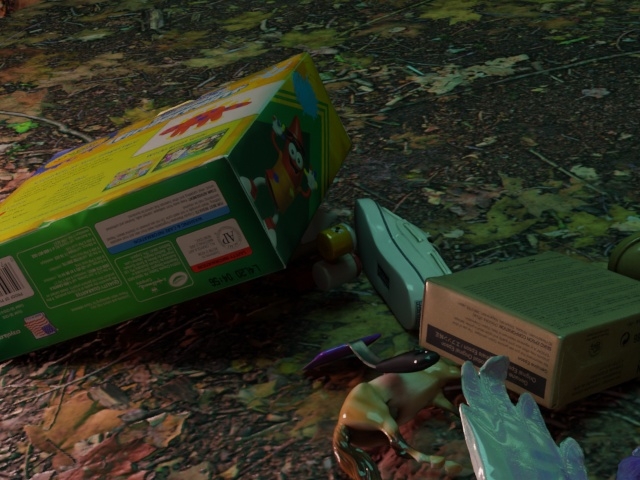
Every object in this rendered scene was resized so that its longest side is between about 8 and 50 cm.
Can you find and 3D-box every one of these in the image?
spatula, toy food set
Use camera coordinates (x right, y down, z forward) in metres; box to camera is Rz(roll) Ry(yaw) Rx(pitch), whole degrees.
[{"bbox_3d":[0.060,0.126,1.235,0.084,0.030,0.296,-17,3,-20],"label":"spatula"},{"bbox_3d":[0.000,0.000,1.536,0.104,0.111,0.232,-22,15,-29],"label":"toy food set"}]

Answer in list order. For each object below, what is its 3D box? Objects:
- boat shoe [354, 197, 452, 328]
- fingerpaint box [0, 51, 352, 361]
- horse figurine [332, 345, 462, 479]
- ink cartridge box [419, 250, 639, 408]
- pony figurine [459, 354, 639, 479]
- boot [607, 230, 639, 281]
[{"bbox_3d":[0.114,0.021,1.501,0.088,0.096,0.267,-9,27,-13],"label":"boat shoe"},{"bbox_3d":[-0.216,-0.046,1.498,0.444,0.163,0.371,-19,21,22],"label":"fingerpaint box"},{"bbox_3d":[0.095,0.182,1.210,0.174,0.066,0.263,18,34,33],"label":"horse figurine"},{"bbox_3d":[0.259,0.092,1.275,0.234,0.088,0.193,-10,22,-39],"label":"ink cartridge box"},{"bbox_3d":[0.254,0.252,0.784,0.363,0.303,0.351,-26,41,22],"label":"pony figurine"},{"bbox_3d":[0.481,0.076,1.289,0.236,0.089,0.269,-2,26,-7],"label":"boot"}]
